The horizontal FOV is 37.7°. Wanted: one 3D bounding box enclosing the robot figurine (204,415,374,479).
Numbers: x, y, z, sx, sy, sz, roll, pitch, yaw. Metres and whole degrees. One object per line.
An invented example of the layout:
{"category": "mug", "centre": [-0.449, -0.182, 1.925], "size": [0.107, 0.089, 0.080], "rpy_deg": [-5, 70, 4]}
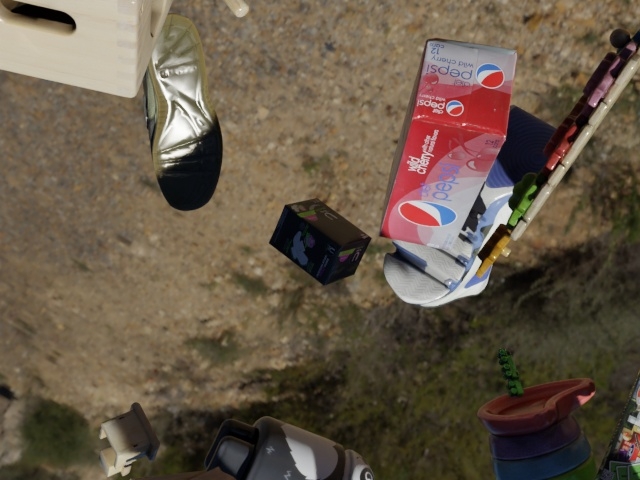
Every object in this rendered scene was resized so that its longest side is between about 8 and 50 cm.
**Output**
{"category": "robot figurine", "centre": [-0.046, 0.387, 1.512], "size": [0.278, 0.209, 0.173], "rpy_deg": [24, 142, -9]}

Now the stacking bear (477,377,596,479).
{"category": "stacking bear", "centre": [0.355, 0.377, 1.419], "size": [0.164, 0.175, 0.289], "rpy_deg": [-17, 91, 48]}

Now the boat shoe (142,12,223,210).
{"category": "boat shoe", "centre": [-0.159, -0.147, 1.054], "size": [0.080, 0.073, 0.224], "rpy_deg": [-10, 115, -12]}

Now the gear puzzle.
{"category": "gear puzzle", "centre": [0.260, -0.092, 1.056], "size": [0.044, 0.175, 0.339], "rpy_deg": [35, 126, 10]}

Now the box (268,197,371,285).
{"category": "box", "centre": [0.000, 0.000, 1.004], "size": [0.083, 0.062, 0.052], "rpy_deg": [37, 119, 24]}

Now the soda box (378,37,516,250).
{"category": "soda box", "centre": [0.116, -0.083, 0.910], "size": [0.083, 0.092, 0.263], "rpy_deg": [11, 157, 2]}

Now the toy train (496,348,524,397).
{"category": "toy train", "centre": [0.289, 0.201, 1.423], "size": [0.023, 0.083, 0.017], "rpy_deg": [1, 143, -15]}

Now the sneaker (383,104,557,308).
{"category": "sneaker", "centre": [0.206, -0.027, 1.292], "size": [0.127, 0.315, 0.182], "rpy_deg": [37, 171, 18]}

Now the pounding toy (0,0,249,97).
{"category": "pounding toy", "centre": [-0.134, -0.205, 0.636], "size": [0.181, 0.206, 0.094], "rpy_deg": [12, 142, -3]}

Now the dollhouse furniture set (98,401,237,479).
{"category": "dollhouse furniture set", "centre": [-0.176, 0.284, 1.042], "size": [0.161, 0.101, 0.182], "rpy_deg": [57, 146, 23]}

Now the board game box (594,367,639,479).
{"category": "board game box", "centre": [0.480, 0.231, 1.254], "size": [0.136, 0.260, 0.030], "rpy_deg": [25, 165, 7]}
